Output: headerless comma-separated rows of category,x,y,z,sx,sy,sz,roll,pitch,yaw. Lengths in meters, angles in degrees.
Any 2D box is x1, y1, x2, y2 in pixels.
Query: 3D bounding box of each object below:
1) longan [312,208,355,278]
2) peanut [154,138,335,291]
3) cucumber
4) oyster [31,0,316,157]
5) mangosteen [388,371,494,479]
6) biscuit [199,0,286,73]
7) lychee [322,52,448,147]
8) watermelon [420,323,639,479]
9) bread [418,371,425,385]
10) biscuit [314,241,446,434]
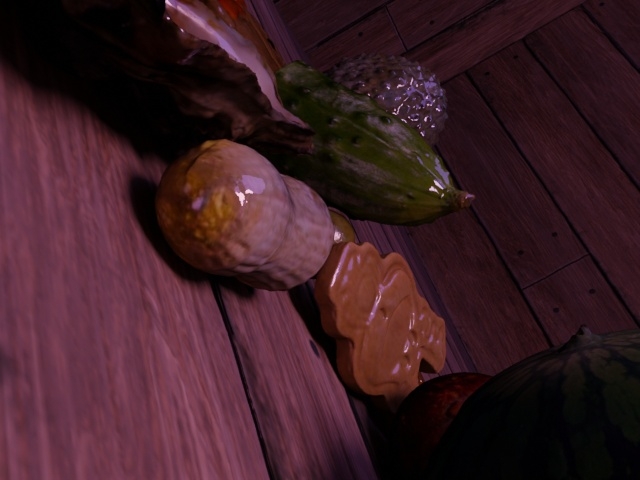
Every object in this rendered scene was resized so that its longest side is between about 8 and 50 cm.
longan,0.000,0.000,0.809,0.083,0.075,0.075,-32,93,-47
peanut,-0.044,-0.012,0.569,0.087,0.087,0.206,63,9,14
cucumber,0.041,-0.079,0.821,0.244,0.134,0.134,28,-9,28
oyster,-0.120,-0.144,0.544,0.221,0.096,0.361,56,8,17
mangosteen,0.129,0.214,0.772,0.145,0.181,0.156,-17,52,-38
biscuit,-0.081,-0.221,1.141,0.359,0.074,0.381,59,12,-27
lychee,0.092,-0.200,1.439,0.255,0.274,0.255,39,42,-48
watermelon,0.225,0.226,0.529,0.363,0.363,0.363,59,9,-14
bread,0.062,0.106,0.936,0.226,0.049,0.088,63,9,10
biscuit,0.065,0.090,0.813,0.236,0.040,0.144,55,43,-43
